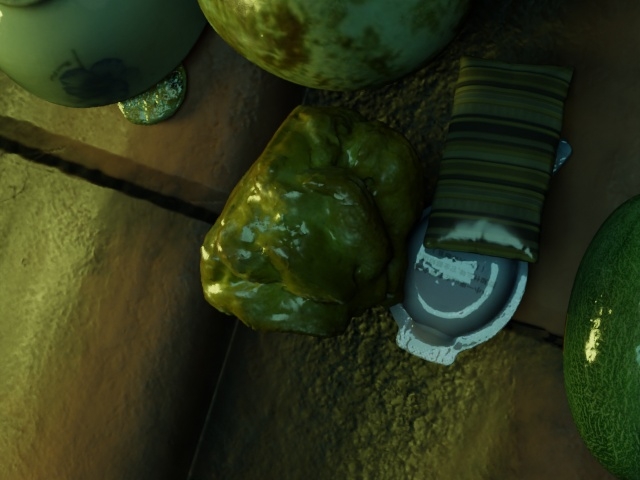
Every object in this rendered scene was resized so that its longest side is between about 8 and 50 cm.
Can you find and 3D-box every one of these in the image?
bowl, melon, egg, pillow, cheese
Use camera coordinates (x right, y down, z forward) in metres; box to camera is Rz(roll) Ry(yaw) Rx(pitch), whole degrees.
[{"bbox_3d":[-0.258,-0.282,1.827,0.289,0.146,0.289,-1,86,20],"label":"bowl"},{"bbox_3d":[0.306,0.097,1.642,0.182,0.182,0.287,9,91,17],"label":"melon"},{"bbox_3d":[0.011,-0.258,1.708,0.289,0.238,0.238,7,92,39],"label":"egg"},{"bbox_3d":[0.168,-0.079,1.732,0.113,0.038,0.203,9,71,14],"label":"pillow"},{"bbox_3d":[0.143,0.000,1.758,0.135,0.052,0.244,21,85,14],"label":"cheese"}]

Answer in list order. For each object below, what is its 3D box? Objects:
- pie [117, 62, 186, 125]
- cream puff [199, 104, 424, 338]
[{"bbox_3d":[-0.175,-0.157,1.877,0.085,0.017,0.085,0,90,18],"label":"pie"},{"bbox_3d":[-0.011,-0.013,1.713,0.196,0.244,0.244,13,94,16],"label":"cream puff"}]
